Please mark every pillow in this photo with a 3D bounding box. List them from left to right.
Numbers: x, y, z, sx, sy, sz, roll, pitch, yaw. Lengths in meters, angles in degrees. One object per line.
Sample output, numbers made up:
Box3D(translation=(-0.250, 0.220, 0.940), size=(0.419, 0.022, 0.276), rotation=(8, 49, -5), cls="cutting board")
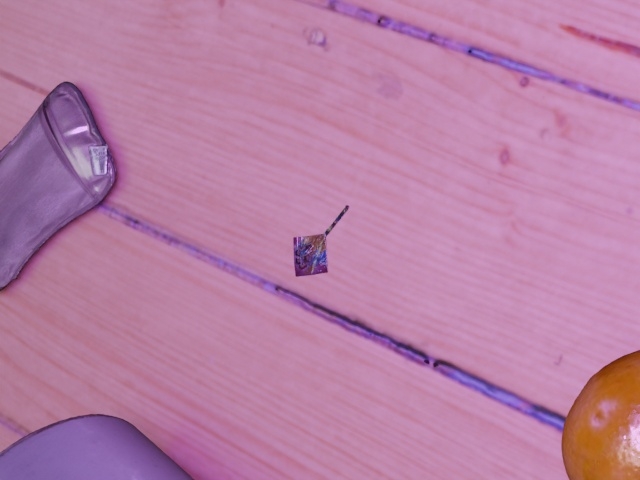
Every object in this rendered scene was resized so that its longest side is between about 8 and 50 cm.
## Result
Box3D(translation=(-0.292, -0.048, 1.539), size=(0.233, 0.038, 0.130), rotation=(-41, 70, 28), cls="pillow")

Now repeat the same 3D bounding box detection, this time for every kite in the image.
Box3D(translation=(0.003, 0.005, 1.353), size=(0.078, 0.002, 0.044), rotation=(-31, 72, 31), cls="kite")

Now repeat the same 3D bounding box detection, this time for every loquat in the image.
Box3D(translation=(0.244, 0.142, 1.101), size=(0.141, 0.141, 0.141), rotation=(-1, 88, 35), cls="loquat")

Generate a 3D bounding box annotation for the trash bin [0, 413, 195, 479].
Box3D(translation=(-0.112, 0.364, 1.265), size=(0.432, 0.280, 0.280), rotation=(39, 110, 33), cls="trash bin")
